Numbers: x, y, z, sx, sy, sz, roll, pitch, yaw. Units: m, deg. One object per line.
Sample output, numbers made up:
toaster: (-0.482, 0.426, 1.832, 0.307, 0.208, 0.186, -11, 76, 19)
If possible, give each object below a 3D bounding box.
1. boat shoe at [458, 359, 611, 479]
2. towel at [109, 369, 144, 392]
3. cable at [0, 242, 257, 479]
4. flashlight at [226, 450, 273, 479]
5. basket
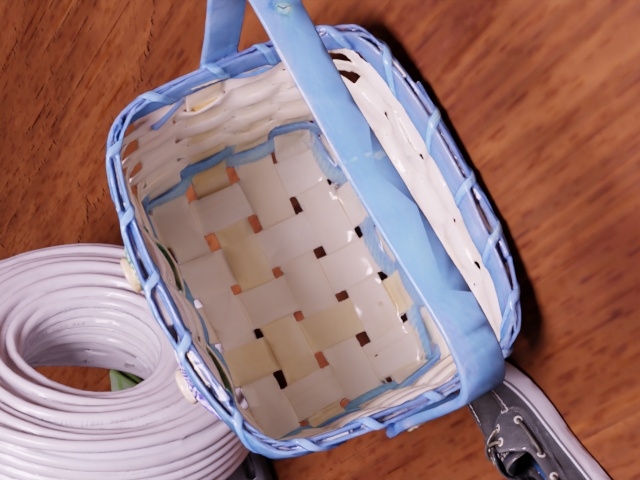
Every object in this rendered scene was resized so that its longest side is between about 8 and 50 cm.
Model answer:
boat shoe: (0.120, 0.122, 1.063, 0.142, 0.040, 0.049, 48, 146, 31)
towel: (-0.135, 0.190, 1.566, 0.113, 0.023, 0.152, 23, 127, 49)
cable: (-0.170, 0.100, 1.316, 0.257, 0.257, 0.089, 47, 140, 41)
flashlight: (-0.067, 0.294, 1.439, 0.103, 0.103, 0.304, 9, 119, 60)
basket: (0.000, 0.000, 1.012, 0.255, 0.201, 0.289, 62, 161, 12)
